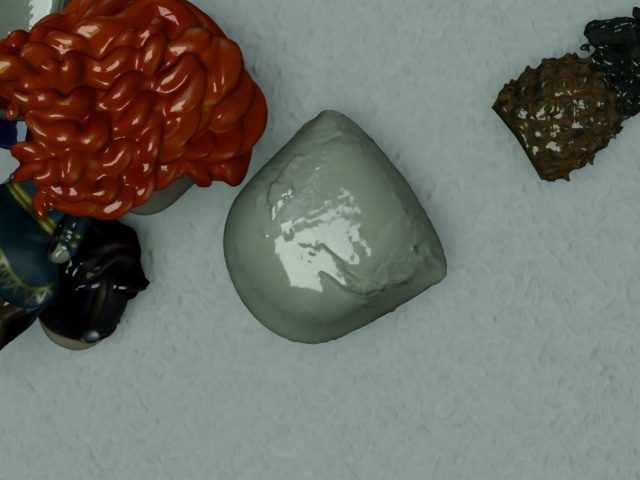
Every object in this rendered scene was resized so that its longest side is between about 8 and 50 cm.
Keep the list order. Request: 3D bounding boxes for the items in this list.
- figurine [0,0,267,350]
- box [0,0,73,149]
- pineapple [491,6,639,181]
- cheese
[{"bbox_3d":[-0.236,-0.046,1.215,0.306,0.241,0.412,17,109,-35],"label":"figurine"},{"bbox_3d":[-0.334,-0.227,1.308,0.168,0.071,0.259,15,98,7],"label":"box"},{"bbox_3d":[0.283,-0.153,1.206,0.237,0.111,0.119,-34,119,5],"label":"pineapple"},{"bbox_3d":[0.000,0.000,1.233,0.189,0.154,0.198,-35,86,-9],"label":"cheese"}]
